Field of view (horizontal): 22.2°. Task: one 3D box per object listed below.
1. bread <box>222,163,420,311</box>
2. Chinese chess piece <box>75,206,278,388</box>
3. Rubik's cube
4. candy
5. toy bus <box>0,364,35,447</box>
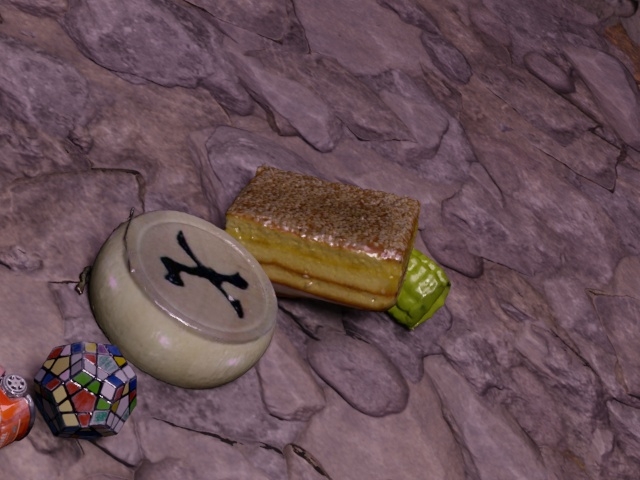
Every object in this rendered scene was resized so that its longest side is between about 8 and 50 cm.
[{"bbox_3d":[0.000,0.000,2.086,0.234,0.110,0.184,14,28,6],"label":"bread"},{"bbox_3d":[-0.161,0.066,1.906,0.237,0.092,0.238,26,35,-19],"label":"Chinese chess piece"},{"bbox_3d":[-0.244,0.157,1.702,0.093,0.111,0.111,18,26,21],"label":"Rubik's cube"},{"bbox_3d":[0.085,0.025,2.215,0.209,0.097,0.096,46,32,20],"label":"candy"},{"bbox_3d":[-0.363,0.135,1.628,0.174,0.079,0.077,49,41,15],"label":"toy bus"}]
